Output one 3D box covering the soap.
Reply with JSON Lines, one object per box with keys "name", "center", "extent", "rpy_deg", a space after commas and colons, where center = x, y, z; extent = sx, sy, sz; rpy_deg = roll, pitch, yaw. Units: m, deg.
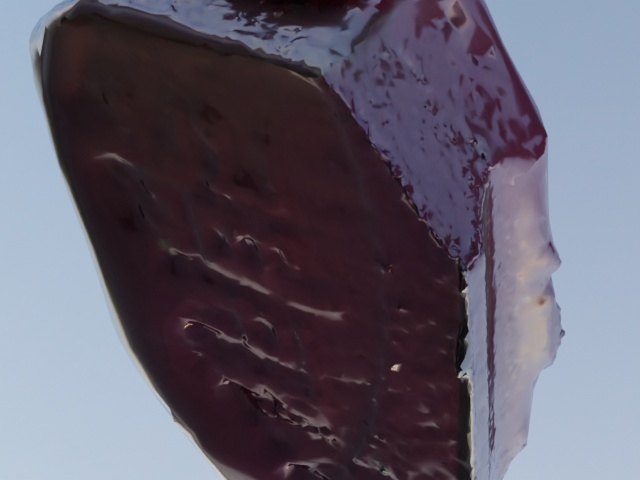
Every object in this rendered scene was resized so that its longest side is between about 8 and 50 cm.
{"name": "soap", "center": [0.000, 0.000, 0.532], "extent": [0.220, 0.127, 0.325], "rpy_deg": [12, -49, 22]}
